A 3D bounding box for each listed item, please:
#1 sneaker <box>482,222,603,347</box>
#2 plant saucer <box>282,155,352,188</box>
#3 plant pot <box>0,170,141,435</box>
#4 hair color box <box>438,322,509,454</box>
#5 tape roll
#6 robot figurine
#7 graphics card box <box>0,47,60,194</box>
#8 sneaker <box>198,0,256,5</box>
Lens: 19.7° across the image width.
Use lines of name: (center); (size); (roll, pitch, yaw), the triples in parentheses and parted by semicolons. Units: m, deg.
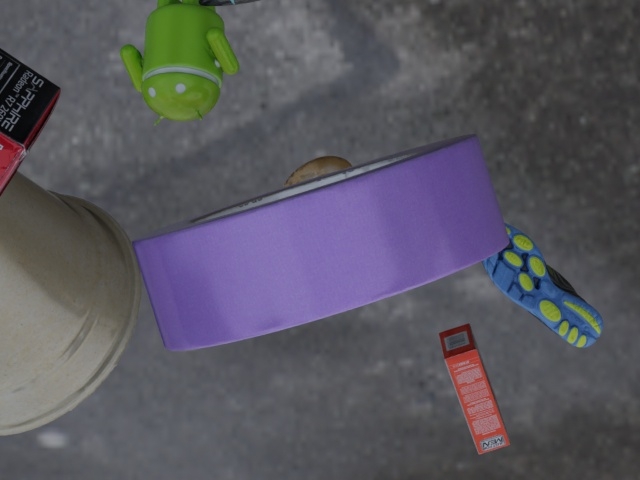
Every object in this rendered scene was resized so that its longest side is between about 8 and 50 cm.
sneaker: (0.246, 0.053, 2.124); (0.188, 0.078, 0.067); (43, 87, -16)
plant saucer: (0.000, -0.047, 1.841); (0.083, 0.015, 0.083); (-18, 137, -17)
plant pot: (-0.431, 0.024, 2.201); (0.334, 0.333, 0.305); (-15, 148, 15)
hair color box: (0.187, 0.180, 2.236); (0.043, 0.072, 0.141); (-18, 115, 5)
tape roll: (0.000, 0.000, 1.397); (0.275, 0.090, 0.275); (-18, -176, 1)
robot figurine: (-0.114, -0.150, 1.527); (0.101, 0.115, 0.067); (-7, 159, 26)
graphics card box: (-0.435, -0.143, 1.605); (0.371, 0.094, 0.233); (32, 136, -9)
sneaker: (-0.087, -0.280, 1.386); (0.106, 0.101, 0.267); (-20, 130, 9)
